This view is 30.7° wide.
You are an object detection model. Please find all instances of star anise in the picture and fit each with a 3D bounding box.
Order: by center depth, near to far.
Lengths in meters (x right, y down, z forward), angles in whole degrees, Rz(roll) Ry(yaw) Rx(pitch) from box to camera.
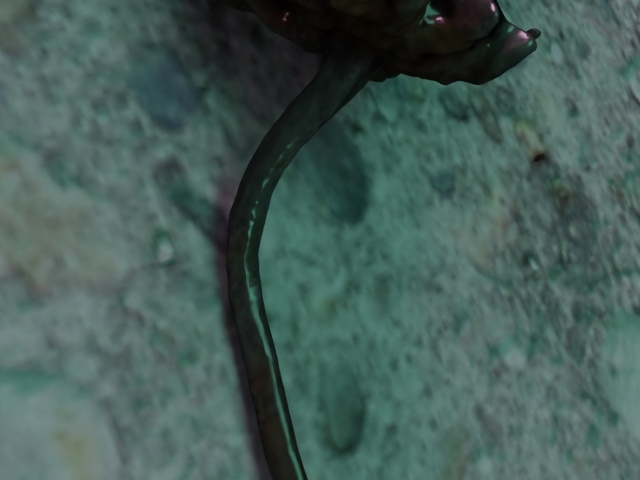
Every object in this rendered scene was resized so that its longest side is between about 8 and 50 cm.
[{"bbox_3d":[0.000,0.000,0.389,0.227,0.218,0.148,-62,162,5],"label":"star anise"}]
